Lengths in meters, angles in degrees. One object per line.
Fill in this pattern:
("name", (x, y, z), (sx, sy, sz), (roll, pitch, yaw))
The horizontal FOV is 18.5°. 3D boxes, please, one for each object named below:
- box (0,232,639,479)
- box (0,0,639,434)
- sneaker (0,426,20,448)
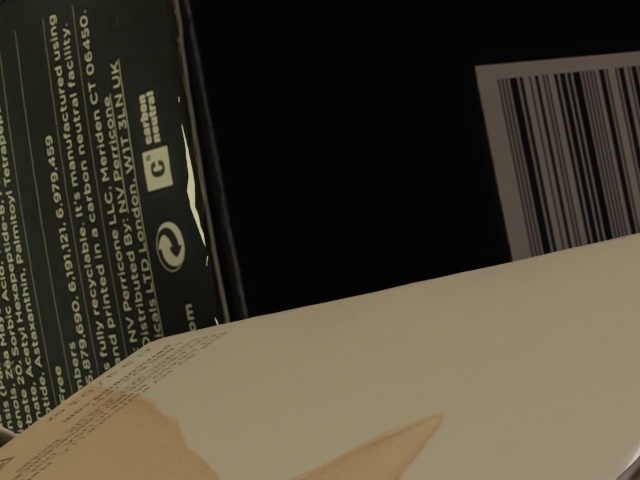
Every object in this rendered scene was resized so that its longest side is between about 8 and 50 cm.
("box", (0.028, 0.095, 0.475), (0.121, 0.148, 0.311), (-37, 11, -33))
("box", (0.000, 0.000, 1.167), (0.480, 0.297, 0.472), (-9, -3, -38))
("sneaker", (-0.122, 0.133, 0.788), (0.235, 0.095, 0.090), (34, 1, -36))
